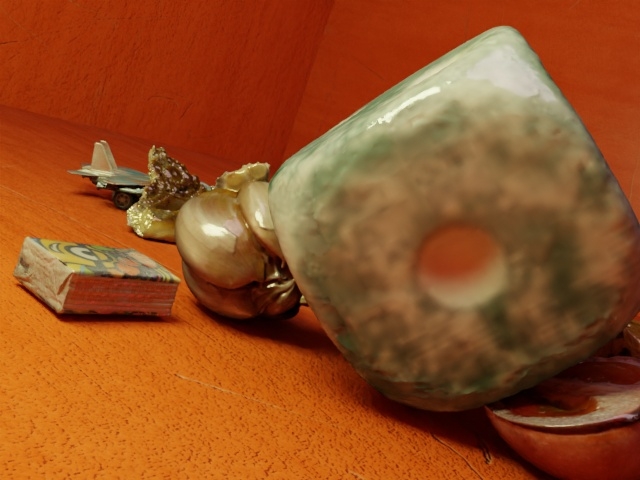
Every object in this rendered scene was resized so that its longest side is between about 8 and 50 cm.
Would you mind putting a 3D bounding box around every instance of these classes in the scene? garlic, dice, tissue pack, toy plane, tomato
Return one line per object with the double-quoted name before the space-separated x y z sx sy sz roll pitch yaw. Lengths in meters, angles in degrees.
"garlic" -0.104 0.028 0.921 0.160 0.214 0.191 -6 47 -9
"dice" 0.159 -0.031 0.834 0.328 0.330 0.348 57 18 -10
"tissue pack" -0.251 0.044 0.794 0.109 0.060 0.148 26 10 37
"toy plane" -0.333 -0.101 1.415 0.327 0.104 0.223 21 9 -12
"tomato" 0.285 0.202 0.767 0.228 0.112 0.199 -12 7 -34

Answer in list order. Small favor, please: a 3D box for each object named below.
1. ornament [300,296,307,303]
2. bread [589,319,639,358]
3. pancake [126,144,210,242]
"ornament" 0.004 0.072 1.210 0.201 0.059 0.180 17 7 -29
"bread" 0.507 0.211 1.115 0.158 0.143 0.149 9 12 -32
"pancake" -0.269 -0.098 1.313 0.266 0.057 0.244 -3 52 -50
